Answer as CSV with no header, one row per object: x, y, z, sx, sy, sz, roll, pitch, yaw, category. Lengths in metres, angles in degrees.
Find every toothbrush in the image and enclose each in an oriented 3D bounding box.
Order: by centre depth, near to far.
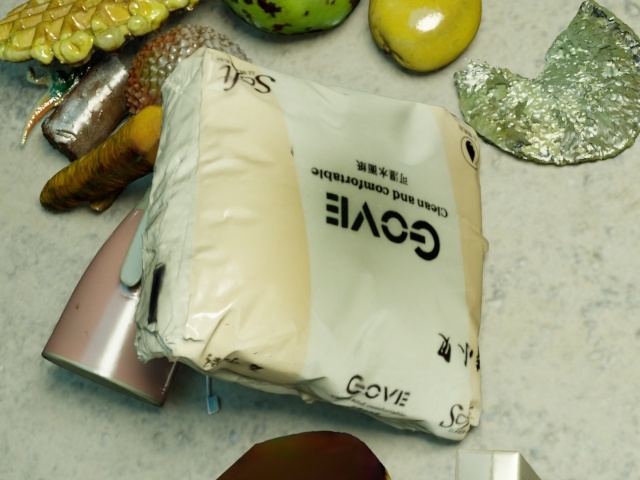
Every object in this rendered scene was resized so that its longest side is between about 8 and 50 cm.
-0.131,0.123,1.238,0.017,0.014,0.162,-19,64,26,toothbrush

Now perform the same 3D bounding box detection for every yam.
-0.291,-0.168,1.366,0.079,0.079,0.141,37,82,26,yam

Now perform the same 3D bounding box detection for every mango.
0.129,-0.291,1.271,0.137,0.098,0.195,5,64,22,mango

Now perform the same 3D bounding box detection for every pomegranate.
-0.026,-0.346,1.260,0.211,0.263,0.210,-2,99,-16,pomegranate

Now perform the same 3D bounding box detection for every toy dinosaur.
-0.335,-0.212,1.420,0.106,0.044,0.187,3,67,2,toy dinosaur

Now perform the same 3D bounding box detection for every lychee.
-0.155,-0.179,1.292,0.165,0.197,0.165,0,100,2,lychee

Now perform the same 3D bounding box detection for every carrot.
-0.259,-0.083,1.261,0.314,0.066,0.066,-22,59,46,carrot

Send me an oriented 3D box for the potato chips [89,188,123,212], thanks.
-0.238,-0.125,1.355,0.026,0.037,0.204,24,79,16,potato chips

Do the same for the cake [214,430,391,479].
-0.003,0.312,1.053,0.185,0.178,0.207,-22,29,-13,cake

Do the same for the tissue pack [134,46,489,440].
0.000,0.000,1.104,0.376,0.195,0.389,11,65,-25,tissue pack

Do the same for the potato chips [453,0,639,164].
0.269,-0.174,1.216,0.220,0.029,0.201,-17,68,9,potato chips

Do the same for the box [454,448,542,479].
0.167,0.275,0.979,0.058,0.201,0.141,-1,68,17,box

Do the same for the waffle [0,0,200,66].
-0.277,-0.302,1.361,0.301,0.058,0.281,0,34,31,waffle

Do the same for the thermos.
-0.194,0.038,1.204,0.146,0.176,0.265,22,77,3,thermos
